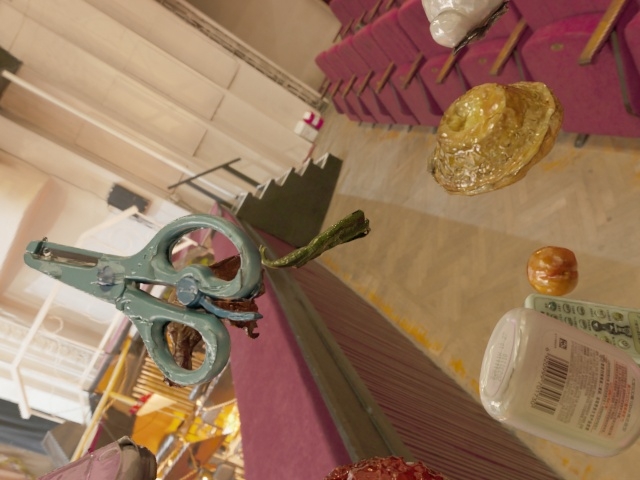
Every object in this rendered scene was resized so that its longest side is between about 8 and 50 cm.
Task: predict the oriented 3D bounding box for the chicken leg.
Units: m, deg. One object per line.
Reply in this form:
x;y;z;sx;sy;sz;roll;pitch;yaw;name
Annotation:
-0.204;0.138;0.853;0.083;0.177;0.322;-31;-2;36;chicken leg

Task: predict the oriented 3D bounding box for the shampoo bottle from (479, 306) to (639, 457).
0.259;0.148;0.420;0.108;0.220;0.051;-70;13;-13;shampoo bottle

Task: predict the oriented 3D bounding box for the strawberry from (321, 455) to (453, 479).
0.093;0.440;0.637;0.220;0.274;0.274;18;80;53;strawberry

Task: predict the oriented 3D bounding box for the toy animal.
0.221;-0.541;0.793;0.258;0.357;0.194;-42;4;-30;toy animal

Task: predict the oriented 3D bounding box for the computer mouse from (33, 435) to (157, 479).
-0.274;0.262;0.329;0.310;0.072;0.158;-21;8;-17;computer mouse

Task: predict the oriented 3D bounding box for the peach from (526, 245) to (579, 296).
0.619;0.083;1.170;0.138;0.138;0.138;-50;22;29;peach

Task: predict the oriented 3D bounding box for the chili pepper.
0.000;0.000;1.195;0.359;0.085;0.076;-22;13;-35;chili pepper

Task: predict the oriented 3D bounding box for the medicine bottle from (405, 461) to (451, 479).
0.339;0.768;1.282;0.254;0.152;0.152;-3;60;53;medicine bottle

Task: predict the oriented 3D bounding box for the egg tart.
0.383;-0.255;1.030;0.341;0.129;0.341;-34;40;34;egg tart

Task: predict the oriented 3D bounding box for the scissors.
-0.233;0.042;0.514;0.392;0.032;0.180;11;87;28;scissors

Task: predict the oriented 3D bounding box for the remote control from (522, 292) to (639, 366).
0.611;0.200;0.940;0.066;0.335;0.128;90;-168;-53;remote control
